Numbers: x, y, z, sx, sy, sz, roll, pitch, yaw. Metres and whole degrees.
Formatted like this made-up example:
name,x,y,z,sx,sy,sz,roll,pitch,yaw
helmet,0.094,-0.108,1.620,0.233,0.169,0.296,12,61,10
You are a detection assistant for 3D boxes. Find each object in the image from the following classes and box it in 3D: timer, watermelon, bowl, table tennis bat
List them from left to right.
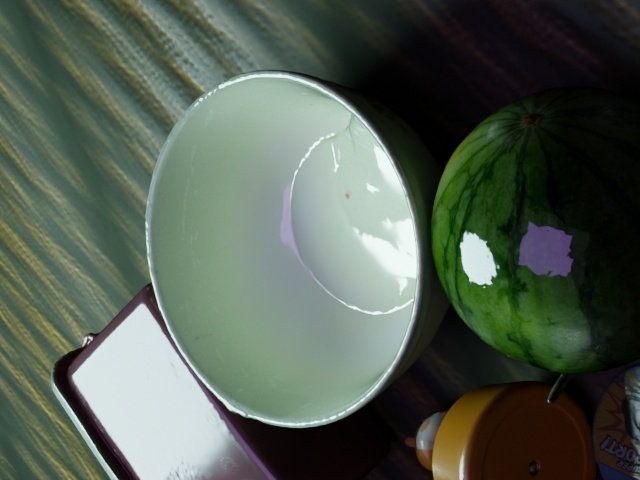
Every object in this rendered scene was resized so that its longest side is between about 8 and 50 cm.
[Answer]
name,x,y,z,sx,sy,sz,roll,pitch,yaw
bowl,0.000,0.000,0.821,0.277,0.145,0.277,8,104,36
timer,0.127,0.173,0.833,0.152,0.132,0.132,-1,108,61
watermelon,0.172,0.002,0.671,0.188,0.188,0.214,5,141,38
table tennis bat,0.243,0.168,0.758,0.100,0.019,0.155,23,106,47

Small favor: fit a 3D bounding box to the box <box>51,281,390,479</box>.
name,x,y,z,sx,sy,sz,roll,pitch,yaw
box,-0.088,0.162,0.945,0.294,0.193,0.167,51,126,12
